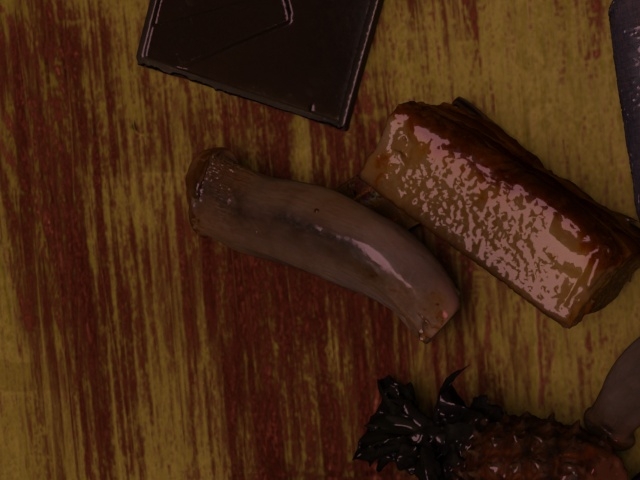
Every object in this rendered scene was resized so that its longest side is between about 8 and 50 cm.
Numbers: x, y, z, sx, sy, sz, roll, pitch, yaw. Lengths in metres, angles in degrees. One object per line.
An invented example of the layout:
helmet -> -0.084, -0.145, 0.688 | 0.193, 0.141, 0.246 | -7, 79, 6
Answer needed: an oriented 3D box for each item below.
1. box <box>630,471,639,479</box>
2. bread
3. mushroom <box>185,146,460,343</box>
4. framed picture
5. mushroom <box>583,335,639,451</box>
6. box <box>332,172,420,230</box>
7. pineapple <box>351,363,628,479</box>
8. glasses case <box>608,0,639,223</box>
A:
box -> 0.346, 0.310, 1.535 | 0.224, 0.069, 0.120 | -44, 76, 19
bread -> 0.197, -0.036, 1.517 | 0.274, 0.185, 0.114 | 39, 111, 18
mushroom -> 0.000, 0.000, 1.634 | 0.351, 0.095, 0.123 | 28, 123, 22
framed picture -> -0.069, -0.269, 1.710 | 0.289, 0.016, 0.213 | 19, 101, 22
mushroom -> 0.380, 0.128, 1.495 | 0.270, 0.103, 0.118 | -24, 93, 30
box -> 0.055, -0.033, 1.665 | 0.156, 0.022, 0.089 | -30, 82, 23
pineapple -> 0.169, 0.223, 1.553 | 0.310, 0.141, 0.170 | 17, 105, 40
glasses case -> 0.362, -0.134, 1.499 | 0.109, 0.067, 0.282 | -9, 87, 14
